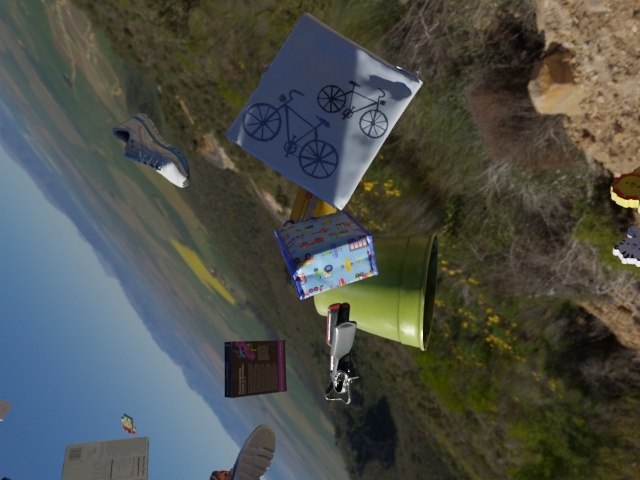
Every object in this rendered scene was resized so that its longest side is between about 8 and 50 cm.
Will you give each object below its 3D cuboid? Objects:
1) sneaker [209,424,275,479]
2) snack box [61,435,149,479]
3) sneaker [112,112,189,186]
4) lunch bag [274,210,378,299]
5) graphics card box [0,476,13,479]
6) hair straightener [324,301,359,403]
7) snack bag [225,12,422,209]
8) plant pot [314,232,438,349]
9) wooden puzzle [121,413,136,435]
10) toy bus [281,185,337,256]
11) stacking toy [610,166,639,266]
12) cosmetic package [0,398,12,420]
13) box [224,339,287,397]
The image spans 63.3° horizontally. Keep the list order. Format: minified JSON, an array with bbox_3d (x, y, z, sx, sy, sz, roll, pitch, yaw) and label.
[{"bbox_3d":[-0.273,0.744,1.688,0.125,0.321,0.180,39,155,-28],"label":"sneaker"},{"bbox_3d":[-0.482,0.601,1.150,0.321,0.187,0.060,-109,24,-49],"label":"snack box"},{"bbox_3d":[-0.334,-0.165,1.014,0.191,0.083,0.071,44,138,14],"label":"sneaker"},{"bbox_3d":[0.000,0.000,1.447,0.293,0.221,0.138,-119,13,-56],"label":"lunch bag"},{"bbox_3d":[-0.572,0.579,0.928,0.371,0.233,0.094,-6,119,38],"label":"graphics card box"},{"bbox_3d":[0.032,0.217,0.905,0.089,0.047,0.230,-112,24,-48],"label":"hair straightener"},{"bbox_3d":[0.001,-0.292,1.152,0.323,0.342,0.037,33,-175,6],"label":"snack bag"},{"bbox_3d":[0.177,0.141,1.661,0.353,0.366,0.366,6,141,17],"label":"plant pot"},{"bbox_3d":[-0.576,0.549,1.553,0.083,0.006,0.049,6,96,40],"label":"wooden puzzle"},{"bbox_3d":[-0.026,-0.087,1.742,0.130,0.332,0.108,20,-178,39],"label":"toy bus"},{"bbox_3d":[0.446,0.014,0.596,0.221,0.052,0.167,36,175,37],"label":"stacking toy"},{"bbox_3d":[-1.120,0.494,1.649,0.099,0.060,0.239,-12,136,40],"label":"cosmetic package"},{"bbox_3d":[-0.140,0.277,1.133,0.029,0.162,0.115,-12,74,38],"label":"box"}]
